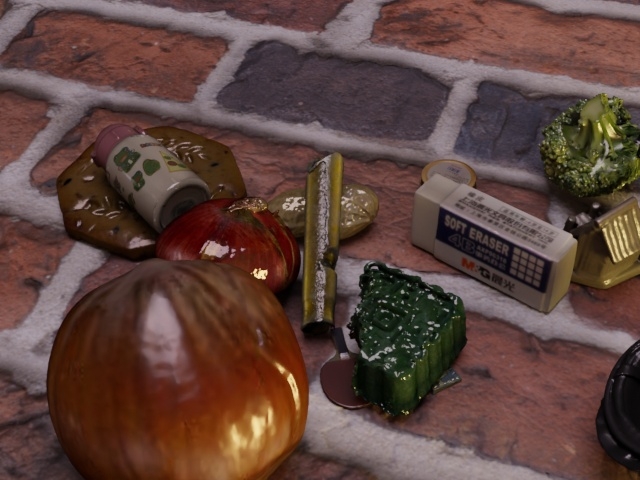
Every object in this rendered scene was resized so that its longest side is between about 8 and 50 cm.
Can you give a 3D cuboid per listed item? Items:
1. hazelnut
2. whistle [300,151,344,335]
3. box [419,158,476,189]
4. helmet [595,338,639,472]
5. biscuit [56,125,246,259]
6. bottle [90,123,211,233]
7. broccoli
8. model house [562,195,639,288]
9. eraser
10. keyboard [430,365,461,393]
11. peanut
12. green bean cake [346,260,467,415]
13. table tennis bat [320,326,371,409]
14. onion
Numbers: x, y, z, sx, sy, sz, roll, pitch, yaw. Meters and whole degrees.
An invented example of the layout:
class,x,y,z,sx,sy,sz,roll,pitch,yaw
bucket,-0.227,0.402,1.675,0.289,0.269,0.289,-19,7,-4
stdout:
class,x,y,z,sx,sy,sz,roll,pitch,yaw
hazelnut,-0.185,0.201,1.448,0.372,0.372,0.315,-21,19,-21
whistle,-0.001,-0.001,1.776,0.068,0.057,0.327,-12,59,25
box,0.235,-0.106,1.980,0.105,0.037,0.106,0,42,0
helmet,0.523,0.252,1.502,0.230,0.160,0.279,21,60,45
biscuit,-0.311,-0.097,1.972,0.359,0.046,0.359,-1,43,1
bottle,-0.305,-0.118,1.873,0.120,0.120,0.253,-27,50,-26
broccoli,0.505,-0.175,1.951,0.198,0.176,0.226,25,84,27
model house,0.495,-0.012,1.789,0.229,0.188,0.122,-20,62,-19
eraser,0.285,0.002,1.800,0.279,0.124,0.081,28,50,27
keyboard,0.152,0.171,1.703,0.055,0.014,0.176,-18,46,-23
peanut,-0.003,-0.047,1.883,0.214,0.090,0.099,-3,87,0
green bean cake,0.102,0.145,1.643,0.193,0.107,0.208,26,52,25
table tennis bat,0.042,0.198,1.673,0.095,0.014,0.158,-10,46,-8
onion,-0.148,0.011,1.749,0.248,0.161,0.248,-3,5,0
